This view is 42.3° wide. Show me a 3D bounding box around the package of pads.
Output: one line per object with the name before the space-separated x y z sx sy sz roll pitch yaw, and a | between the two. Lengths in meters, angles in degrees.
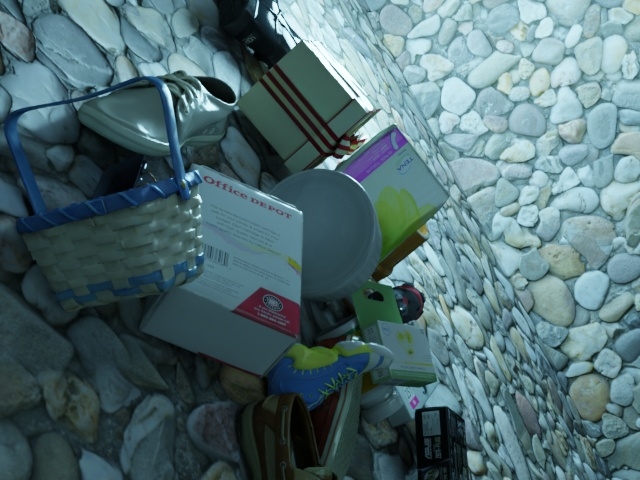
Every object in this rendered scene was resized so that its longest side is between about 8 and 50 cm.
package of pads | 0.128 -0.092 1.870 0.296 0.101 0.229 -41 98 -23

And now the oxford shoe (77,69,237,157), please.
oxford shoe | -0.275 -0.238 1.465 0.169 0.130 0.449 35 18 9

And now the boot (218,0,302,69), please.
boot | -0.079 -0.545 2.251 0.445 0.146 0.367 38 41 -35

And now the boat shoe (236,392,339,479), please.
boat shoe | -0.037 0.393 1.307 0.122 0.120 0.324 18 48 -58

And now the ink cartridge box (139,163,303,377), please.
ink cartridge box | -0.154 0.045 1.370 0.226 0.131 0.306 25 35 -19

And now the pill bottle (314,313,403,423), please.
pill bottle | 0.085 0.266 1.709 0.208 0.117 0.117 61 23 0

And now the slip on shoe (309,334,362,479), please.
slip on shoe | 0.013 0.322 1.537 0.123 0.101 0.331 74 20 -49

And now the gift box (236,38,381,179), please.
gift box | -0.024 -0.293 1.965 0.258 0.276 0.255 48 22 0

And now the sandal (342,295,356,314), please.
sandal | 0.074 0.187 1.817 0.265 0.076 0.102 51 -4 11

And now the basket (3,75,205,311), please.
basket | -0.296 -0.061 1.138 0.201 0.254 0.289 -42 121 -65

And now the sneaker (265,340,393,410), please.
sneaker | 0.012 0.249 1.485 0.091 0.240 0.126 77 13 -68

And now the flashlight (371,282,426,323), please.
flashlight | 0.185 0.161 1.964 0.304 0.103 0.103 -11 114 -76

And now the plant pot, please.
plant pot | 0.166 -0.019 2.113 0.205 0.188 0.205 46 27 -32

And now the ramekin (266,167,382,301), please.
ramekin | 0.000 0.000 1.671 0.127 0.273 0.273 44 26 -61

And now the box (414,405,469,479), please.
box | 0.272 0.474 1.839 0.147 0.077 0.180 42 42 -55

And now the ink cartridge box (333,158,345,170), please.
ink cartridge box | 0.100 -0.141 2.015 0.145 0.045 0.179 43 18 -6

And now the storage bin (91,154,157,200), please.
storage bin | -0.299 -0.061 1.330 0.135 0.098 0.091 -89 154 -50

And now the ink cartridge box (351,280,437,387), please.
ink cartridge box | 0.147 0.182 1.702 0.171 0.056 0.235 15 56 -48

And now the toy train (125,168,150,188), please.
toy train | -0.320 -0.108 1.426 0.024 0.017 0.083 47 25 -7

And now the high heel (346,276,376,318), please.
high heel | 0.042 0.075 1.940 0.186 0.093 0.261 26 50 -9

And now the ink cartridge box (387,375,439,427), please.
ink cartridge box | 0.175 0.282 1.957 0.239 0.060 0.275 63 23 1
